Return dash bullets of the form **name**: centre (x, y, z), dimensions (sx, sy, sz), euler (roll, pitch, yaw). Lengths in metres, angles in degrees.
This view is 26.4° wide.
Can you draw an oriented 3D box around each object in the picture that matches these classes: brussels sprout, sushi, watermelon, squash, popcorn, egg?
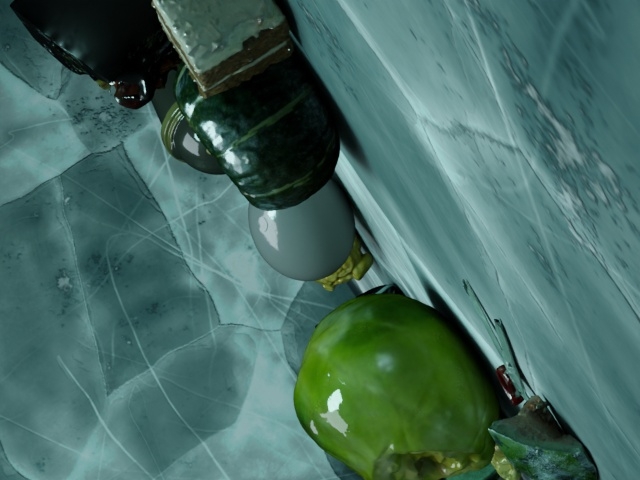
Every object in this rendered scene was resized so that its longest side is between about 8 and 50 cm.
- **brussels sprout**: centre (0.104, 0.232, 1.982), dimensions (0.344, 0.268, 0.344), euler (47, 159, 24)
- **sushi**: centre (-0.246, -0.301, 1.871), dimensions (0.215, 0.227, 0.212), euler (38, 169, 24)
- **watermelon**: centre (0.276, 0.244, 1.553), dimensions (0.101, 0.080, 0.155), euler (4, 135, 40)
- **squash**: centre (-0.082, -0.161, 1.786), dimensions (0.252, 0.165, 0.252), euler (54, 176, 6)
- **popcorn**: centre (0.008, 0.014, 2.581), dimensions (0.163, 0.140, 0.194), euler (61, -178, 32)
- **egg**: centre (-0.034, -0.037, 2.291), dimensions (0.176, 0.176, 0.232), euler (53, 168, 48)

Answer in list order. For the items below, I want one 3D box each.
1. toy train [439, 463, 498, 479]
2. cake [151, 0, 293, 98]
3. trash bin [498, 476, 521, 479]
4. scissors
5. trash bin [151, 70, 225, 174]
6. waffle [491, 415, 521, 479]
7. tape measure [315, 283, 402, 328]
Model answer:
- **toy train**: centre (0.180, 0.356, 2.419), dimensions (0.299, 0.238, 0.167), euler (53, 176, 17)
- **cake**: centre (-0.117, -0.260, 1.597), dimensions (0.135, 0.135, 0.147), euler (58, 178, 16)
- **trash bin**: centre (0.313, 0.406, 2.549), dimensions (0.130, 0.059, 0.116), euler (56, 178, -11)
- **scissors**: centre (0.223, 0.148, 1.614), dimensions (0.144, 0.017, 0.248), euler (53, 174, 49)
- **trash bin**: centre (-0.227, -0.268, 2.646), dimensions (0.334, 0.214, 0.214), euler (60, 179, 30)
- **waffle**: centre (0.251, 0.277, 2.208), dimensions (0.250, 0.056, 0.261), euler (54, 174, 32)
- **tape measure**: centre (0.085, 0.163, 2.477), dimensions (0.107, 0.182, 0.181), euler (54, -171, -14)
